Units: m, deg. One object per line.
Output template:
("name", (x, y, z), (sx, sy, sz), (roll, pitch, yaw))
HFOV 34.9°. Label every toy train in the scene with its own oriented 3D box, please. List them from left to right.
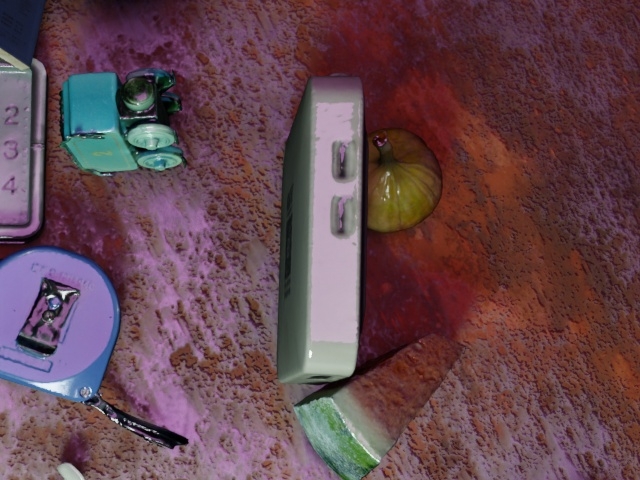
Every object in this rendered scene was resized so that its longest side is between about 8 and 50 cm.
("toy train", (-0.275, -0.164, 1.420), (0.163, 0.203, 0.112), (-4, 75, -2))

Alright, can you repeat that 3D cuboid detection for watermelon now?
("watermelon", (0.094, 0.214, 1.423), (0.257, 0.193, 0.140), (-37, 87, -29))

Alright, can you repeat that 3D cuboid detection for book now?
("book", (-0.460, -0.399, 1.432), (0.191, 0.025, 0.269), (33, 55, -48))

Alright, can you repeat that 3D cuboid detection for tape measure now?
("tape measure", (-0.318, 0.142, 1.410), (0.351, 0.098, 0.215), (20, 78, -8))

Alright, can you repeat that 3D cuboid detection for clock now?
("clock", (-0.529, -0.130, 1.443), (0.273, 0.049, 0.278), (1, 79, -11))

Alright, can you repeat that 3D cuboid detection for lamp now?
("lamp", (-0.403, 0.374, 1.357), (0.198, 0.056, 0.050), (-41, 89, -21))

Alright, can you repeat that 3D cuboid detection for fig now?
("fig", (0.083, -0.100, 1.473), (0.143, 0.231, 0.160), (8, 82, 34))

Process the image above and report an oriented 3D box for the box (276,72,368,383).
("box", (0.000, 0.000, 1.350), (0.090, 0.367, 0.373), (4, 80, -8))
